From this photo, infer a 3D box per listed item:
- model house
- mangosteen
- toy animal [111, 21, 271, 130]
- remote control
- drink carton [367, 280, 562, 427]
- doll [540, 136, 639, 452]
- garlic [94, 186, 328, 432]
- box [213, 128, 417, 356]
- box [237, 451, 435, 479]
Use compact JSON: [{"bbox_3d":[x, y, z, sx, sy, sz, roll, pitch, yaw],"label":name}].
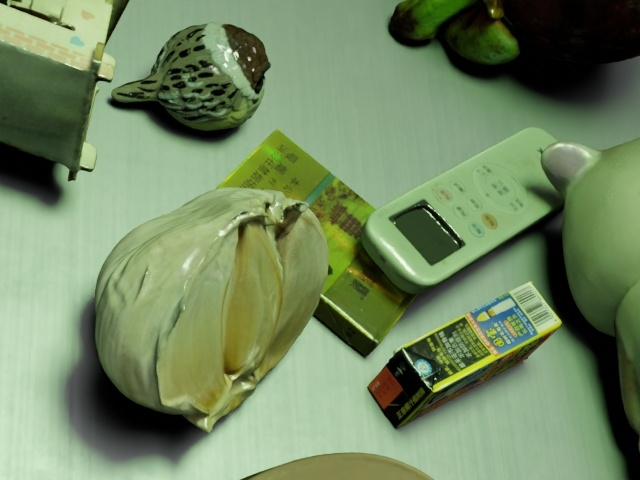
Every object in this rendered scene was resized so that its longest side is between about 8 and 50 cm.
[{"bbox_3d":[-0.314,-0.204,1.136,0.326,0.169,0.244,20,44,-17],"label":"model house"},{"bbox_3d":[0.238,-0.320,1.412,0.359,0.306,0.306,-14,64,-12],"label":"mangosteen"},{"bbox_3d":[-0.109,-0.148,1.234,0.137,0.098,0.098,-1,59,-28],"label":"toy animal"},{"bbox_3d":[0.147,-0.032,1.299,0.090,0.038,0.309,50,43,12],"label":"remote control"},{"bbox_3d":[0.123,0.095,1.200,0.166,0.071,0.056,-21,66,-37],"label":"drink carton"},{"bbox_3d":[0.349,0.069,1.252,0.215,0.226,0.370,-19,54,-3],"label":"doll"},{"bbox_3d":[-0.094,0.033,1.079,0.143,0.178,0.229,24,21,30],"label":"garlic"},{"bbox_3d":[0.000,0.000,1.231,0.193,0.030,0.121,39,49,3],"label":"box"},{"bbox_3d":[-0.007,0.291,0.906,0.301,0.216,0.301,13,55,-20],"label":"box"}]
